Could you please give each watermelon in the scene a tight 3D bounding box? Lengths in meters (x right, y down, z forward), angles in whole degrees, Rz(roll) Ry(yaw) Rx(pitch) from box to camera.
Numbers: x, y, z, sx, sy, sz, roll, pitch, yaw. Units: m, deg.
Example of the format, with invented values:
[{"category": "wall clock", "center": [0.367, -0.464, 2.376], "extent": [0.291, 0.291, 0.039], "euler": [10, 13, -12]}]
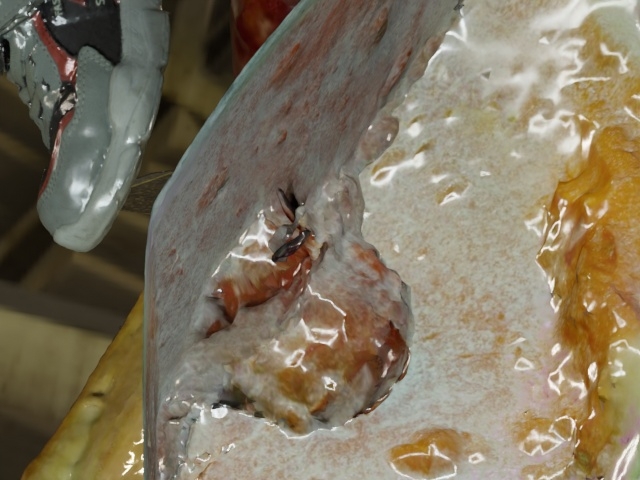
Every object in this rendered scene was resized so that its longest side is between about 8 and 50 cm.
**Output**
[{"category": "watermelon", "center": [0.044, 0.011, 0.623], "extent": [0.175, 0.322, 0.188], "euler": [29, -155, -19]}]

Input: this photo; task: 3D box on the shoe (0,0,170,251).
[{"category": "shoe", "center": [-0.143, -0.110, 0.828], "extent": [0.126, 0.227, 0.099], "euler": [9, 160, -17]}]

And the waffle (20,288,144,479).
[{"category": "waffle", "center": [-0.072, 0.210, 1.286], "extent": [0.077, 0.304, 0.348], "euler": [9, 154, 47]}]

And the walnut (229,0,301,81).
[{"category": "walnut", "center": [0.096, -0.109, 0.900], "extent": [0.269, 0.244, 0.221], "euler": [-19, -107, -43]}]

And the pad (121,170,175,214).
[{"category": "pad", "center": [0.000, -0.001, 1.420], "extent": [0.375, 0.063, 0.315], "euler": [7, 170, -28]}]
